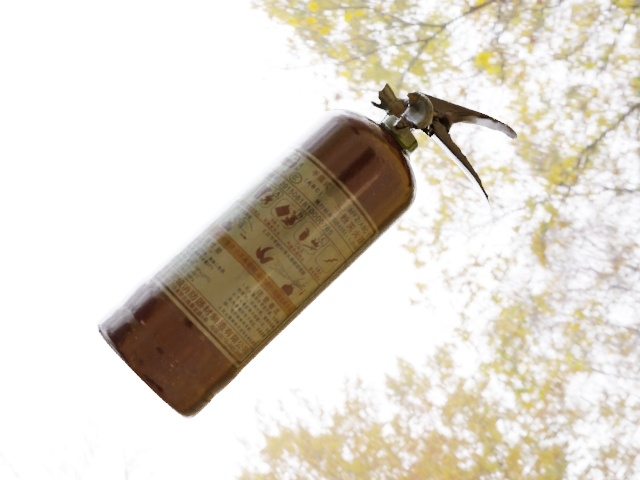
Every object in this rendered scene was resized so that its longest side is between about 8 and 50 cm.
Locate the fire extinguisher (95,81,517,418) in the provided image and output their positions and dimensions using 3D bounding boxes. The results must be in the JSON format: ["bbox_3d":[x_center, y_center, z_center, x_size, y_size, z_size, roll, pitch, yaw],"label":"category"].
[{"bbox_3d":[0.000,0.000,0.521,0.231,0.071,0.099,-42,-100,-9],"label":"fire extinguisher"}]
